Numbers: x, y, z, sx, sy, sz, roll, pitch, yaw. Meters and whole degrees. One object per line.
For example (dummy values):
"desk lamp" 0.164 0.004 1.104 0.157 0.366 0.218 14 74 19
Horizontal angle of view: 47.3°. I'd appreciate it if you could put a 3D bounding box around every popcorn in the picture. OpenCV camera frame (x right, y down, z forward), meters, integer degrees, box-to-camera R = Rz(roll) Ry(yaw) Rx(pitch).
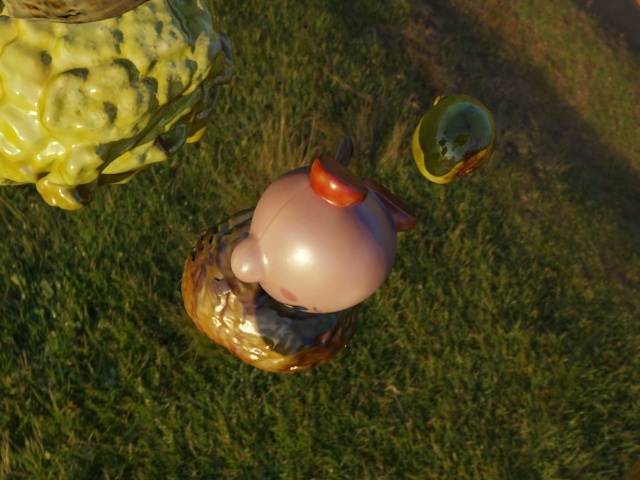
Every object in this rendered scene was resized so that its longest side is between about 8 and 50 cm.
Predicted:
"popcorn" -0.179 -0.158 0.670 0.173 0.225 0.286 52 36 -3

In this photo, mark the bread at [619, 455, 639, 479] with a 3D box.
"bread" 0.164 0.186 0.297 0.204 0.163 0.261 7 73 -59

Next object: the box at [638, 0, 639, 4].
"box" 0.357 -0.089 0.281 0.319 0.257 0.348 -22 75 13

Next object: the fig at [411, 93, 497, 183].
"fig" 0.205 -0.153 1.113 0.121 0.136 0.153 45 32 -11

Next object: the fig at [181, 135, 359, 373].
"fig" -0.045 0.003 1.123 0.286 0.286 0.368 20 95 -12

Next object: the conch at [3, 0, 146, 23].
"conch" -0.123 -0.183 0.379 0.207 0.130 0.155 -10 36 -15

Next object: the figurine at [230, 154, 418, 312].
"figurine" 0.000 0.000 0.813 0.173 0.173 0.173 8 65 -18
